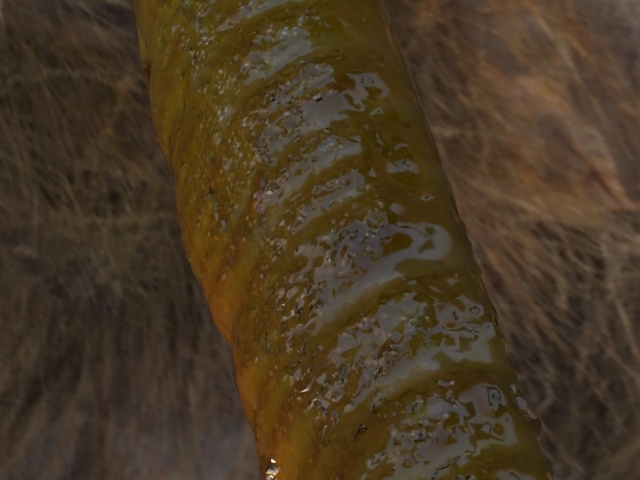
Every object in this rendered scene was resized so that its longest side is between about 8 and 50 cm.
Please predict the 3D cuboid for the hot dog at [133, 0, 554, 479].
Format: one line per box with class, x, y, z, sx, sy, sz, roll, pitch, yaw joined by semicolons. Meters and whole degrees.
hot dog;0.000;-0.001;0.487;0.068;0.289;0.083;-6;145;-16
